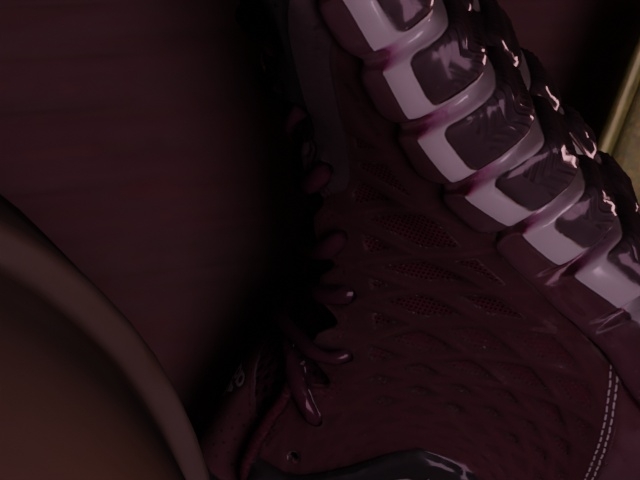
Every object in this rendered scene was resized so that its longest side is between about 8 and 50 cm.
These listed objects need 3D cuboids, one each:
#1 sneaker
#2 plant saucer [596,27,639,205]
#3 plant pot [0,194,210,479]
[{"bbox_3d":[0.000,0.000,0.528,0.162,0.106,0.281,-35,107,17],"label":"sneaker"},{"bbox_3d":[0.165,-0.005,0.644,0.188,0.045,0.188,17,98,-23],"label":"plant saucer"},{"bbox_3d":[-0.125,0.156,0.393,0.323,0.280,0.323,-12,115,-28],"label":"plant pot"}]
